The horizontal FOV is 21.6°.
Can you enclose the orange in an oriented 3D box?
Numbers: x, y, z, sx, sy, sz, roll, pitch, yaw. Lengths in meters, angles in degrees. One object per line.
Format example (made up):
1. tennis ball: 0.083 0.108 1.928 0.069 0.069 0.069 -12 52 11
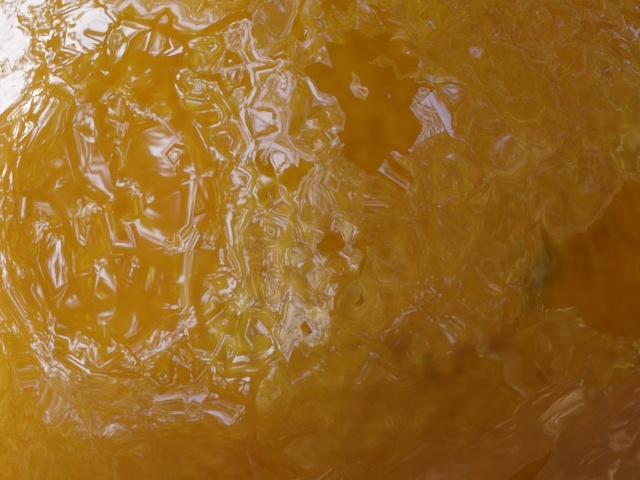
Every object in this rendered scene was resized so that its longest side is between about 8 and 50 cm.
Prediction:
1. orange: 0.000 0.000 0.531 0.312 0.312 0.312 -12 48 14
